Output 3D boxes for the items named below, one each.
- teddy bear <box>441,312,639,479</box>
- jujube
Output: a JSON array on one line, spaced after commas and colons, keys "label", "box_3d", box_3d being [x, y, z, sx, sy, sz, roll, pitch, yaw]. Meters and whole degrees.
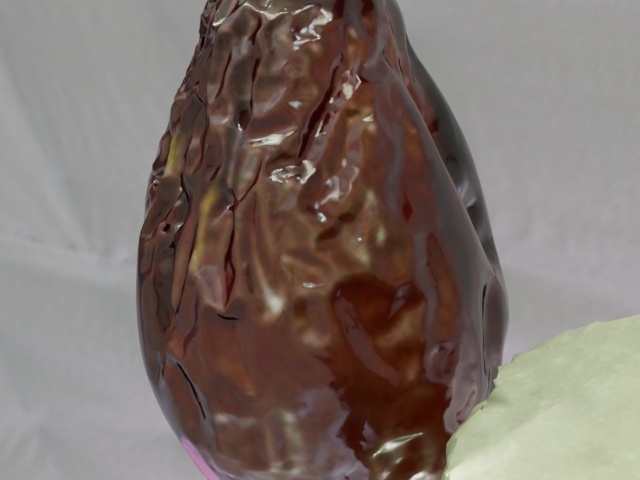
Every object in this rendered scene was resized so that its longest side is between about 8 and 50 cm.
[{"label": "teddy bear", "box_3d": [0.179, 0.198, 0.571, 0.375, 0.327, 0.362, 32, -27, 49]}, {"label": "jujube", "box_3d": [0.000, 0.000, 0.749, 0.168, 0.168, 0.236, 14, -66, 45]}]
